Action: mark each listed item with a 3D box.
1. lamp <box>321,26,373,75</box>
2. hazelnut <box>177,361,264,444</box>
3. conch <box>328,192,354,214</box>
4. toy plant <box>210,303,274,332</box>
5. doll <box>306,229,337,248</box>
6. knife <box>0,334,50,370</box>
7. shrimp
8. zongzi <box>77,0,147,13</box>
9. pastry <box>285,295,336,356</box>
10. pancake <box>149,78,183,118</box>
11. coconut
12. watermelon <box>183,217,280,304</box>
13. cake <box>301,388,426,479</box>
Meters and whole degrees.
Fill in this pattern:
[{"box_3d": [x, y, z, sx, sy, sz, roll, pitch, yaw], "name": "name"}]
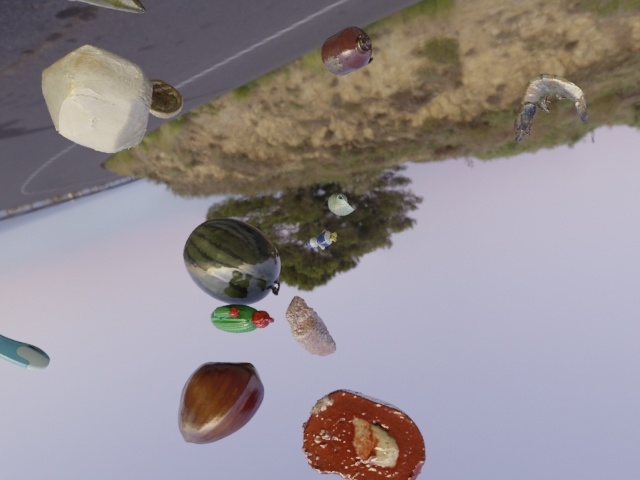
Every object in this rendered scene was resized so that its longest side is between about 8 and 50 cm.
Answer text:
[{"box_3d": [0.114, -0.773, 2.139, 0.180, 0.180, 0.258, -28, -163, -33], "name": "lamp"}, {"box_3d": [-0.239, 0.379, 1.224, 0.181, 0.180, 0.212, 7, 166, -32], "name": "hazelnut"}, {"box_3d": [0.054, -0.096, 1.427, 0.056, 0.076, 0.085, -52, 173, 11], "name": "conch"}, {"box_3d": [-0.251, 0.236, 1.591, 0.155, 0.088, 0.240, 22, 158, -21], "name": "toy plant"}, {"box_3d": [0.000, 0.000, 2.140, 0.143, 0.057, 0.098, -18, -133, 28], "name": "doll"}, {"box_3d": [-0.715, 0.231, 1.163, 0.031, 0.222, 0.064, -50, -164, 27], "name": "knife"}, {"box_3d": [0.522, -0.282, 1.182, 0.148, 0.195, 0.035, 24, -125, 18], "name": "shrimp"}, {"box_3d": [-0.625, -0.770, 1.336, 0.393, 0.355, 0.174, 10, 157, -19], "name": "zongzi"}, {"box_3d": [-0.027, 0.301, 1.687, 0.103, 0.265, 0.112, -34, -141, -1], "name": "pastry"}, {"box_3d": [-0.510, -0.453, 1.649, 0.152, 0.151, 0.025, -29, 171, -37], "name": "pancake"}, {"box_3d": [-0.552, -0.346, 1.278, 0.248, 0.244, 0.245, 13, 175, -28], "name": "coconut"}, {"box_3d": [-0.288, 0.076, 1.767, 0.278, 0.360, 0.279, -64, 179, -2], "name": "watermelon"}, {"box_3d": [0.096, 0.438, 1.165, 0.283, 0.176, 0.151, 13, 169, 8], "name": "cake"}]
